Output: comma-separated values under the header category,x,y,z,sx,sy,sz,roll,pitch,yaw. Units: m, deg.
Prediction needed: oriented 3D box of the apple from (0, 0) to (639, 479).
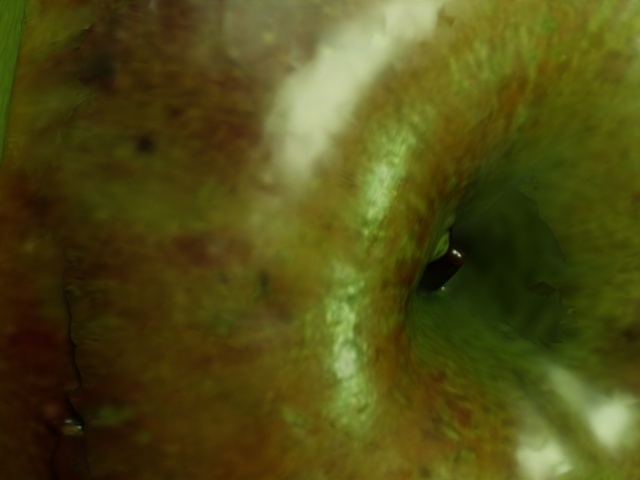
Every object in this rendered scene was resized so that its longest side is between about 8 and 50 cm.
category,x,y,z,sx,sy,sz,roll,pitch,yaw
apple,0.000,0.000,0.743,0.384,0.374,0.374,-50,46,-10
